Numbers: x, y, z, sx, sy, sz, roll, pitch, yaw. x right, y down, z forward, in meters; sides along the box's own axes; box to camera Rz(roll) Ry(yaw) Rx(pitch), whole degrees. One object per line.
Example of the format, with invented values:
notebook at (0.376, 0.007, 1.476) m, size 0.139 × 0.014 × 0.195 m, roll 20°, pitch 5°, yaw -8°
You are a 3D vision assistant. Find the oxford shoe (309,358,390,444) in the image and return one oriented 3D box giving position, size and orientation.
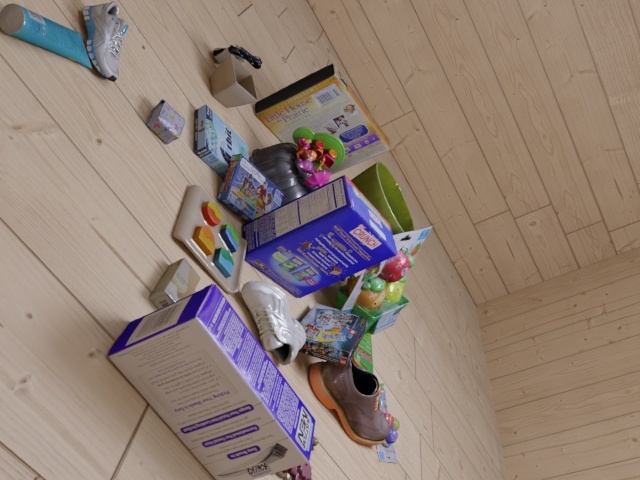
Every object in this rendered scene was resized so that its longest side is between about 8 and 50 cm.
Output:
oxford shoe at (0.116, 0.443, 1.558) m, size 0.363 × 0.133 × 0.130 m, roll 51°, pitch 25°, yaw -35°

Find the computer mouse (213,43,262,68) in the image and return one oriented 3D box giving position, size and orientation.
computer mouse at (-0.263, -0.544, 1.714) m, size 0.106 × 0.193 × 0.042 m, roll 20°, pitch 89°, yaw -38°

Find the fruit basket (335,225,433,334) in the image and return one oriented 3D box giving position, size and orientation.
fruit basket at (0.202, 0.125, 1.760) m, size 0.165 × 0.353 × 0.327 m, roll 44°, pitch 30°, yaw 24°

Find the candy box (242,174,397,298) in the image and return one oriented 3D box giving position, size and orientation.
candy box at (0.000, 0.000, 1.494) m, size 0.268 × 0.317 × 0.122 m, roll 43°, pitch 31°, yaw -47°

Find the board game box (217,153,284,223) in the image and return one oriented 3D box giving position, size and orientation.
board game box at (-0.179, -0.117, 1.515) m, size 0.201 × 0.035 × 0.136 m, roll 43°, pitch 54°, yaw -47°

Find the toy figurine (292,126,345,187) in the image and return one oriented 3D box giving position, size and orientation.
toy figurine at (-0.020, -0.229, 1.670) m, size 0.173 × 0.130 × 0.159 m, roll 33°, pitch 42°, yaw -18°

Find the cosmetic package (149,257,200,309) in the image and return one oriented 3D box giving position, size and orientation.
cosmetic package at (-0.279, 0.091, 1.108) m, size 0.060 × 0.041 × 0.115 m, roll 56°, pitch 23°, yaw -24°

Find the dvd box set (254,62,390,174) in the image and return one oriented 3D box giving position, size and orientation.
dvd box set at (0.016, -0.390, 1.973) m, size 0.420 × 0.308 × 0.062 m, roll 40°, pitch 36°, yaw -48°

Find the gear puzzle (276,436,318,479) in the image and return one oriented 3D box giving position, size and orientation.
gear puzzle at (-0.102, 0.383, 1.218) m, size 0.339 × 0.044 × 0.175 m, roll 53°, pitch 24°, yaw -30°

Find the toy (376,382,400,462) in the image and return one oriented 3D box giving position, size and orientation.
toy at (0.206, 0.555, 1.768) m, size 0.137 × 0.056 × 0.237 m, roll 35°, pitch 37°, yaw -52°

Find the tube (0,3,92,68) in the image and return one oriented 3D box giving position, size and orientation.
tube at (-0.502, -0.383, 1.076) m, size 0.207 × 0.052 × 0.080 m, roll -10°, pitch 85°, yaw -76°

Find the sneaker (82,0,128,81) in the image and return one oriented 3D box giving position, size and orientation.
sneaker at (-0.441, -0.426, 1.204) m, size 0.071 × 0.083 × 0.190 m, roll 45°, pitch 28°, yaw -74°

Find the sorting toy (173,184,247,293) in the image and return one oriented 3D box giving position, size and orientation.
sorting toy at (-0.240, -0.007, 1.314) m, size 0.208 × 0.038 × 0.193 m, roll 51°, pitch 25°, yaw -33°

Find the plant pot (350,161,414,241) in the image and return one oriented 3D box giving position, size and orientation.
plant pot at (0.121, -0.076, 1.905) m, size 0.275 × 0.293 × 0.275 m, roll 51°, pitch 25°, yaw -35°

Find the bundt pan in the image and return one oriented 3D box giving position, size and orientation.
bundt pan at (-0.074, -0.158, 1.764) m, size 0.331 × 0.124 × 0.331 m, roll 51°, pitch 26°, yaw -37°

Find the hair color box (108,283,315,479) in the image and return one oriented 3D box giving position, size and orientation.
hair color box at (-0.173, 0.258, 0.982) m, size 0.339 × 0.185 × 0.110 m, roll 59°, pitch 20°, yaw -20°

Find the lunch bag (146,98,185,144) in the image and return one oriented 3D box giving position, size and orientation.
lunch bag at (-0.352, -0.274, 1.313) m, size 0.071 × 0.053 × 0.083 m, roll 46°, pitch 38°, yaw -38°

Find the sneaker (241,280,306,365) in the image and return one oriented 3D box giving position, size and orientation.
sneaker at (-0.112, 0.197, 1.341) m, size 0.232 × 0.090 × 0.115 m, roll 56°, pitch 26°, yaw -23°

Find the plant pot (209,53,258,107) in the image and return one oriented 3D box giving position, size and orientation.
plant pot at (-0.259, -0.451, 1.666) m, size 0.109 × 0.096 × 0.109 m, roll 33°, pitch 38°, yaw -57°

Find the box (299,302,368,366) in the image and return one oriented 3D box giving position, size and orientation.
box at (0.026, 0.246, 1.531) m, size 0.233 × 0.159 × 0.044 m, roll -40°, pitch 143°, yaw -68°

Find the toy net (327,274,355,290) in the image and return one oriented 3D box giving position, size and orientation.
toy net at (0.056, 0.125, 1.891) m, size 0.122 × 0.045 × 0.232 m, roll 65°, pitch 22°, yaw -7°

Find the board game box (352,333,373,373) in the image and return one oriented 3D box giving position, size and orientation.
board game box at (0.127, 0.319, 1.860) m, size 0.124 × 0.039 × 0.259 m, roll 51°, pitch 23°, yaw -33°

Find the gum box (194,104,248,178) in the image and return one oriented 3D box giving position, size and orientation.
gum box at (-0.260, -0.244, 1.519) m, size 0.184 × 0.041 × 0.157 m, roll 42°, pitch 32°, yaw -46°
